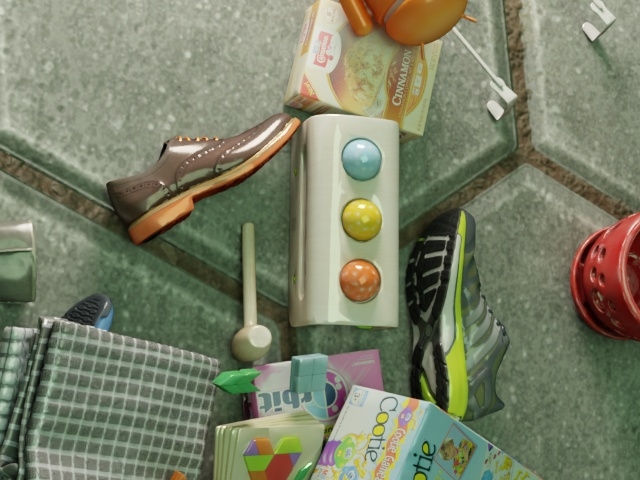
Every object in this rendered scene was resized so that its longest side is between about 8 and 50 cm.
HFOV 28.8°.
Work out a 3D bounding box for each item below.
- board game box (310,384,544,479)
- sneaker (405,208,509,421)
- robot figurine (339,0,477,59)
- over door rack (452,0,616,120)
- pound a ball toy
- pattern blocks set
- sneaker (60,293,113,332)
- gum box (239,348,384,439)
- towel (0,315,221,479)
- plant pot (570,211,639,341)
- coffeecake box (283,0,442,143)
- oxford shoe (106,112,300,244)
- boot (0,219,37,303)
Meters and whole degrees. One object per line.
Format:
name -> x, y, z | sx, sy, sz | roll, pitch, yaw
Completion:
board game box -> 0.145, 0.311, 1.584 | 0.275, 0.142, 0.144 | 38, 70, -36
sneaker -> 0.192, 0.106, 1.708 | 0.121, 0.111, 0.299 | 3, 88, -31
robot figurine -> 0.108, -0.348, 1.650 | 0.158, 0.128, 0.219 | -27, 78, -37
over door rack -> 0.265, -0.376, 1.783 | 0.239, 0.108, 0.324 | -38, 97, -20
pound a ball toy -> 0.000, 0.000, 1.620 | 0.208, 0.136, 0.319 | 4, 81, -20
pattern blocks set -> -0.067, 0.304, 1.520 | 0.285, 0.026, 0.324 | -15, 108, -36
sneaker -> -0.303, 0.166, 1.530 | 0.082, 0.069, 0.209 | 46, 59, -41
gum box -> -0.013, 0.207, 1.627 | 0.188, 0.062, 0.107 | -6, 85, -21
towel -> -0.249, 0.223, 1.452 | 0.284, 0.121, 0.235 | 21, 77, -48
plant pot -> 0.457, 0.054, 1.765 | 0.191, 0.174, 0.191 | 3, 83, -21
coffeecake box -> 0.059, -0.230, 1.706 | 0.186, 0.068, 0.142 | 16, 78, -18
oxford shoe -> -0.147, -0.104, 1.601 | 0.271, 0.097, 0.098 | -34, 90, -21
boot -> -0.448, -0.008, 1.484 | 0.209, 0.076, 0.189 | -6, 100, -15
